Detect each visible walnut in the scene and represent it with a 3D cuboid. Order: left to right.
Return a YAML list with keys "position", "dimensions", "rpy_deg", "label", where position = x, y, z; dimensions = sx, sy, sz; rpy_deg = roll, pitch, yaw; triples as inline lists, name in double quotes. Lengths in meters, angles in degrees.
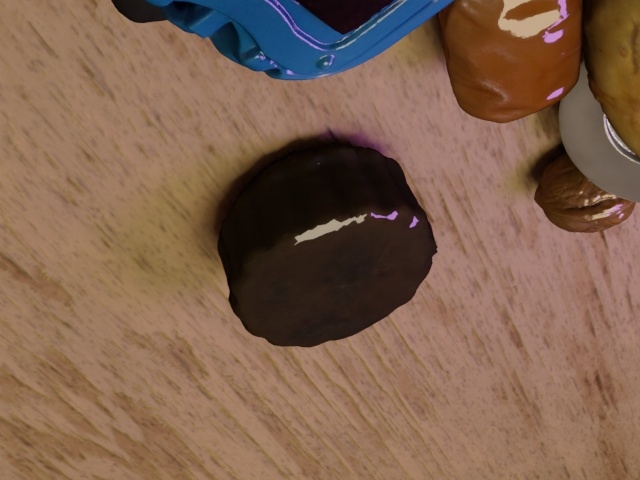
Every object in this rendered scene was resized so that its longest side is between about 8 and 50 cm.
- position: [0.304, -0.059, 1.960]
  dimensions: [0.124, 0.105, 0.105]
  rpy_deg: [-7, 148, -4]
  label: "walnut"

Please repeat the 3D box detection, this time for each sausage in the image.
- position: [0.181, -0.196, 1.621]
  dimensions: [0.136, 0.120, 0.241]
  rpy_deg: [-13, 151, 5]
  label: "sausage"

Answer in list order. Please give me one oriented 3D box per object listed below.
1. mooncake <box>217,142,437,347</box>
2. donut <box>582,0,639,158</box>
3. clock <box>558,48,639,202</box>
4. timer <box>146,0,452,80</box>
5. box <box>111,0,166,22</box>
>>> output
- position: [0.000, 0.000, 1.785]
  dimensions: [0.228, 0.124, 0.228]
  rpy_deg: [-15, 146, -11]
  label: "mooncake"
- position: [0.440, -0.187, 1.578]
  dimensions: [0.198, 0.449, 0.449]
  rpy_deg: [-57, 166, -32]
  label: "donut"
- position: [0.369, -0.138, 1.832]
  dimensions: [0.235, 0.029, 0.235]
  rpy_deg: [4, 129, 5]
  label: "clock"
- position: [0.006, -0.255, 1.219]
  dimensions: [0.309, 0.115, 0.340]
  rpy_deg: [-34, 147, 19]
  label: "timer"
- position: [-0.040, -0.330, 1.265]
  dimensions: [0.350, 0.091, 0.359]
  rpy_deg: [-27, 148, 0]
  label: "box"
